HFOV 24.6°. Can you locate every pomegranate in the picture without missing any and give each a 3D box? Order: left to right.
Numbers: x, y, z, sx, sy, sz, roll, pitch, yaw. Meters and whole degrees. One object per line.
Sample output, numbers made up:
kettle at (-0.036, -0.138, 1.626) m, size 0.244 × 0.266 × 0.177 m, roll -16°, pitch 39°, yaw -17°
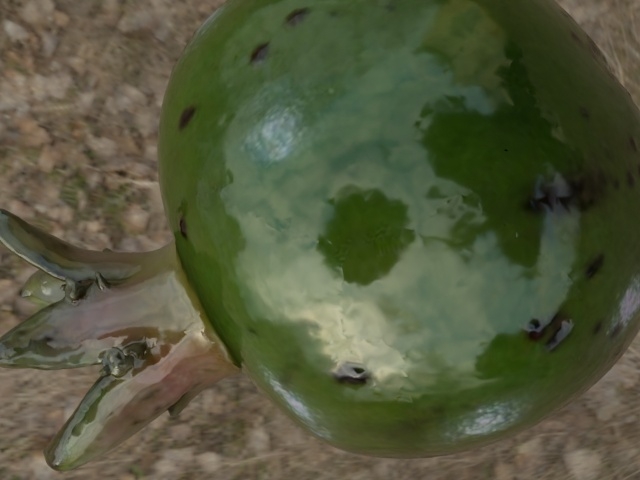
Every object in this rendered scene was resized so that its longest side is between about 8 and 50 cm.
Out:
pomegranate at (0.000, 0.000, 0.494) m, size 0.224 × 0.181 × 0.181 m, roll -26°, pitch 77°, yaw 9°
